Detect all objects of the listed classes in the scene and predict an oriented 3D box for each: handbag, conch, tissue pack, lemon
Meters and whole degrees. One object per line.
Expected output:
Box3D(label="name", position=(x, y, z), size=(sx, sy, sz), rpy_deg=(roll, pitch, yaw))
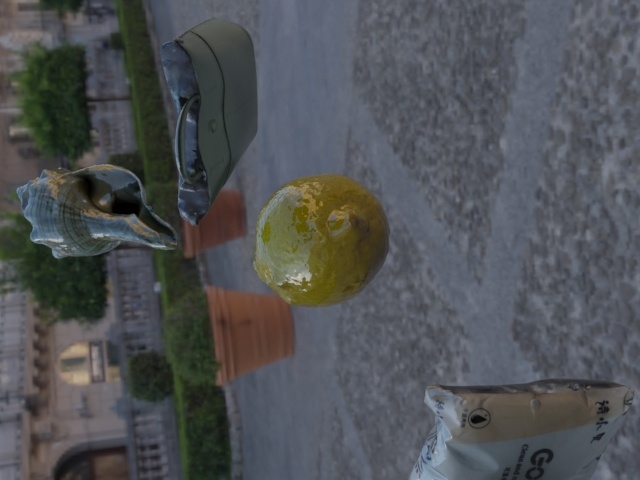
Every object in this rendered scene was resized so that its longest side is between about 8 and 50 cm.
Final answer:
Box3D(label="handbag", position=(-0.167, -0.163, 1.146), size=(0.315, 0.109, 0.241), rpy_deg=(-68, -22, -61))
Box3D(label="conch", position=(-0.407, -0.050, 1.602), size=(0.169, 0.386, 0.203), rpy_deg=(67, -138, -71))
Box3D(label="tissue pack", position=(0.361, 0.387, 1.658), size=(0.195, 0.390, 0.375), rpy_deg=(-100, 14, -47))
Box3D(label="lemon", position=(0.000, 0.000, 1.468), size=(0.288, 0.234, 0.233), rpy_deg=(153, 111, -69))
